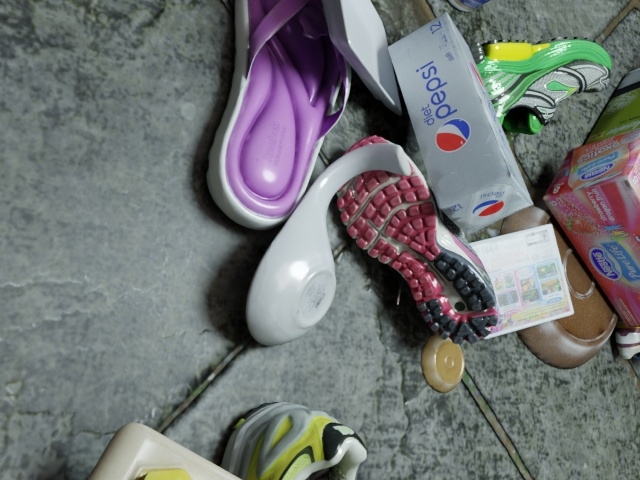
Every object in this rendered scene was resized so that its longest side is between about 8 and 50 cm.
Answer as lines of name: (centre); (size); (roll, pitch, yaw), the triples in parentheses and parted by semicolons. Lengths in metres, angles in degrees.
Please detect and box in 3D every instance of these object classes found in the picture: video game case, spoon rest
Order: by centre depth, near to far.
spoon rest: (0.000, 0.000, 0.815); (0.276, 0.084, 0.137); (-55, 146, -16)
video game case: (0.295, 0.060, 1.051); (0.157, 0.019, 0.143); (-13, 88, -15)

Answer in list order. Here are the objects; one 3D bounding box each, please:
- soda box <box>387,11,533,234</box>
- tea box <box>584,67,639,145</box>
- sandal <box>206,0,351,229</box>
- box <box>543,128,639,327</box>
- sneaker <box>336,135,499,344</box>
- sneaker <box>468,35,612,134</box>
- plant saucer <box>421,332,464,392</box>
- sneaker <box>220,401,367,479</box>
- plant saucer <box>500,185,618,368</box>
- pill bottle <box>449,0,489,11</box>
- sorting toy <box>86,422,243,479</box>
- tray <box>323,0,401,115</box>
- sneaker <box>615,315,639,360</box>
soda box: (0.179, -0.158, 0.923); (0.091, 0.098, 0.286); (33, 37, -50)
tea box: (0.700, -0.142, 1.311); (0.329, 0.220, 0.323); (52, 54, -16)
sandal: (-0.024, -0.210, 0.849); (0.169, 0.102, 0.416); (20, 69, -33)
box: (0.515, -0.013, 1.127); (0.300, 0.154, 0.142); (51, 56, -19)
sneaker: (0.125, -0.002, 0.926); (0.299, 0.121, 0.112); (57, 21, -6)
sneaker: (0.345, -0.245, 1.138); (0.343, 0.134, 0.146); (-13, 95, -29)
plant saucer: (0.176, 0.170, 0.975); (0.083, 0.015, 0.083); (9, 75, -36)
sneaker: (-0.045, 0.355, 0.684); (0.145, 0.147, 0.385); (16, 72, -36)
plant saucer: (0.414, 0.056, 1.161); (0.310, 0.050, 0.311); (8, 76, -35)
pill bottle: (0.275, -0.433, 1.082); (0.094, 0.169, 0.094); (9, 74, -36)
sorting toy: (-0.116, 0.273, 0.570); (0.208, 0.038, 0.193); (30, 50, -5)
tray: (0.050, -0.258, 0.883); (0.270, 0.030, 0.145); (21, 56, -70)
sneaker: (0.599, 0.180, 1.269); (0.185, 0.069, 0.084); (7, 85, -30)
